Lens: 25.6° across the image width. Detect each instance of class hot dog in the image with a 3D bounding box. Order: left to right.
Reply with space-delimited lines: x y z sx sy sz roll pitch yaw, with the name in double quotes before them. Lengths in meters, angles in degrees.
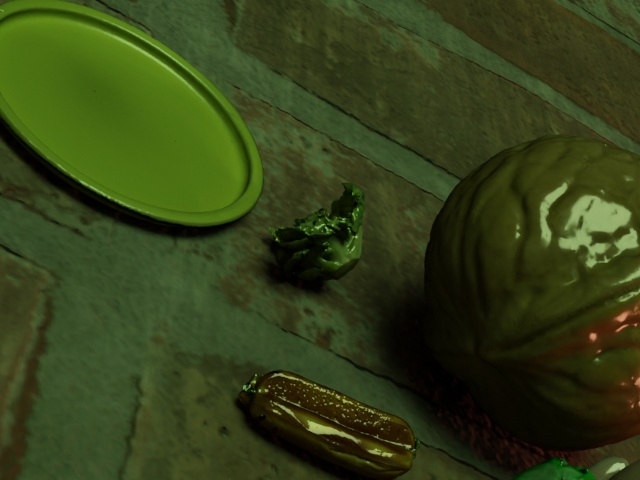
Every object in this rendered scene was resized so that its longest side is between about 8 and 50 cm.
"hot dog" 0.005 0.115 0.867 0.122 0.037 0.049 25 43 -13

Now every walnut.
"walnut" 0.172 0.038 0.991 0.228 0.228 0.228 28 30 -18

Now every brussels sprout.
"brussels sprout" 0.000 0.000 0.987 0.085 0.085 0.058 -14 72 -55

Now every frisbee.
"frisbee" -0.142 -0.092 1.006 0.236 0.017 0.236 28 31 -19

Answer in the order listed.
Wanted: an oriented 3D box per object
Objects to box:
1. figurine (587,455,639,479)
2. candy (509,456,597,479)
"figurine" 0.235 0.203 0.926 0.125 0.125 0.138 19 19 -32
"candy" 0.119 0.247 0.777 0.097 0.097 0.323 33 36 -10
